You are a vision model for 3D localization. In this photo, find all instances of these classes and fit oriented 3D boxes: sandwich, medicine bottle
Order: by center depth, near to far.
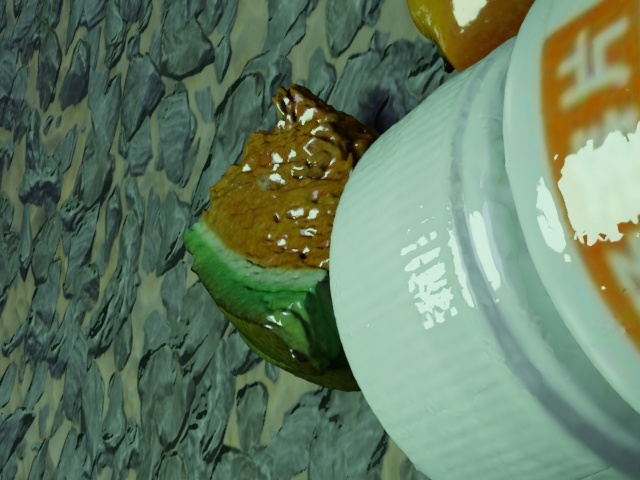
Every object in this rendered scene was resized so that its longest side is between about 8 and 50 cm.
[{"bbox_3d":[0.179,-0.034,0.474,0.371,0.211,0.211,-34,52,50],"label":"medicine bottle"},{"bbox_3d":[0.003,0.003,0.881,0.160,0.109,0.185,-57,29,-2],"label":"sandwich"}]

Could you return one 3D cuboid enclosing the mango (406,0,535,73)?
[{"bbox_3d":[0.151,-0.185,0.653,0.289,0.129,0.146,-49,31,34],"label":"mango"}]
